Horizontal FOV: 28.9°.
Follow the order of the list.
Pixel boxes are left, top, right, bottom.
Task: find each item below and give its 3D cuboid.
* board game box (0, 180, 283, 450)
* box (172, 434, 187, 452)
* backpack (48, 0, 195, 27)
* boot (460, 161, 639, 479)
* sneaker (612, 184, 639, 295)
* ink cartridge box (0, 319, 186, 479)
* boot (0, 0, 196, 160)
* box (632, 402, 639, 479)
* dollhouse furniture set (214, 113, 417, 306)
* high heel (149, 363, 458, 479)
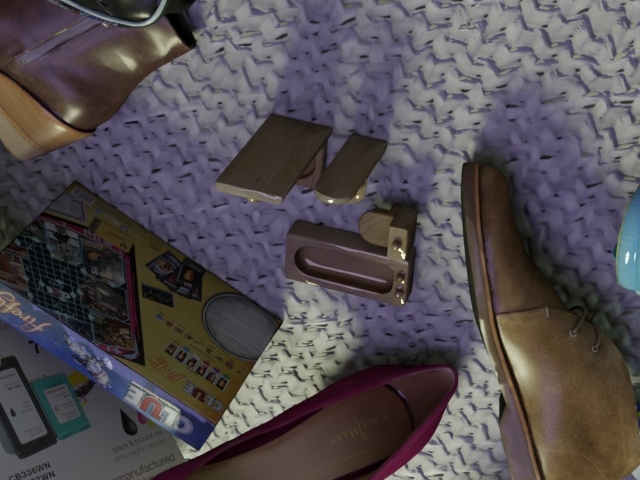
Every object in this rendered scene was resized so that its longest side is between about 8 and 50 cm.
[{"bbox_3d":[-0.172,0.064,1.137,0.243,0.165,0.042,34,127,0],"label":"board game box"},{"bbox_3d":[-0.206,0.225,1.317,0.100,0.060,0.244,35,127,0],"label":"box"},{"bbox_3d":[-0.183,-0.296,0.892,0.254,0.191,0.225,21,114,0],"label":"backpack"},{"bbox_3d":[0.187,0.071,1.032,0.115,0.112,0.305,-14,105,13],"label":"boot"},{"bbox_3d":[0.349,0.038,0.950,0.208,0.127,0.319,16,159,51],"label":"sneaker"},{"bbox_3d":[-0.292,0.192,1.182,0.197,0.198,0.270,-43,72,40],"label":"ink cartridge box"},{"bbox_3d":[-0.249,-0.209,1.065,0.207,0.090,0.248,-33,103,22],"label":"boot"},{"bbox_3d":[0.334,0.196,1.088,0.109,0.042,0.178,-28,106,32],"label":"box"},{"bbox_3d":[0.000,0.000,1.051,0.144,0.123,0.151,14,125,14],"label":"dollhouse furniture set"},{"bbox_3d":[-0.038,0.201,1.052,0.127,0.377,0.181,53,131,6],"label":"high heel"}]
